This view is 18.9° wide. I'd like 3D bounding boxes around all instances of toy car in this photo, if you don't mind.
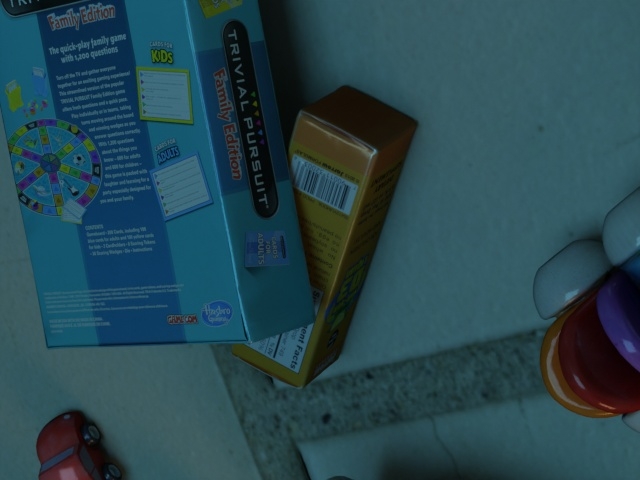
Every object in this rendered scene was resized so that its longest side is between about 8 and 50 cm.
[{"bbox_3d":[-0.165,0.282,1.741,0.225,0.053,0.239,3,97,22],"label":"toy car"},{"bbox_3d":[0.232,0.061,1.376,0.159,0.136,0.182,51,126,4],"label":"toy car"}]

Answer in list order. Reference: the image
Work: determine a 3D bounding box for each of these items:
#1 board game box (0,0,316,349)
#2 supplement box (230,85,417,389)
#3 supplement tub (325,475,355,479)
[{"bbox_3d":[-0.144,-0.086,1.528,0.254,0.079,0.336,-4,98,45],"label":"board game box"},{"bbox_3d":[0.000,0.000,1.532,0.080,0.078,0.233,29,122,17],"label":"supplement box"},{"bbox_3d":[0.117,0.329,1.499,0.316,0.228,0.228,21,119,24],"label":"supplement tub"}]
